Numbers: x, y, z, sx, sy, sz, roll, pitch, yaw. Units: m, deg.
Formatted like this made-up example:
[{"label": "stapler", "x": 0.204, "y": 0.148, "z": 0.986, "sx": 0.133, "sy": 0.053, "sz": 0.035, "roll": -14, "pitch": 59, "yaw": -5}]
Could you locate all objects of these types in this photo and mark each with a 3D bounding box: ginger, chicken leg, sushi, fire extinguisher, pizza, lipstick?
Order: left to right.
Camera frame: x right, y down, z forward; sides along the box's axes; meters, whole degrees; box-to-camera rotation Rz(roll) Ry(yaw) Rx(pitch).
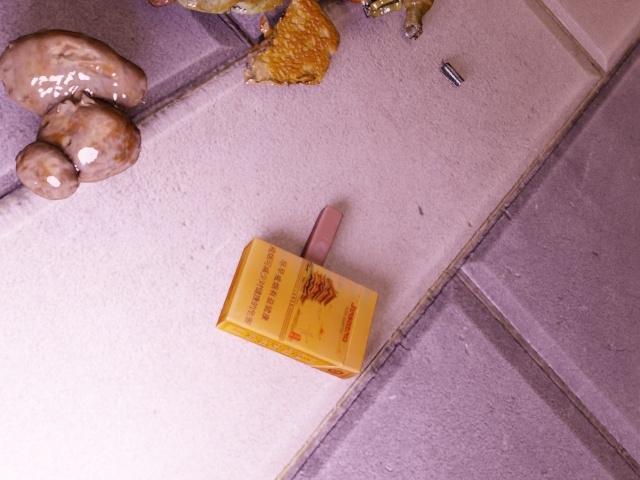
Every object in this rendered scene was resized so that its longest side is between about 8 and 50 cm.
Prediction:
[{"label": "ginger", "x": -0.418, "y": -0.211, "z": 1.071, "sx": 0.245, "sy": 0.155, "sz": 0.304, "roll": -3, "pitch": 70, "yaw": -30}, {"label": "pizza", "x": -0.068, "y": -0.424, "z": 1.391, "sx": 0.189, "sy": 0.071, "sz": 0.297, "roll": 40, "pitch": 60, "yaw": -21}, {"label": "lipstick", "x": 0.000, "y": 0.000, "z": 1.261, "sx": 0.045, "sy": 0.045, "sz": 0.145, "roll": 31, "pitch": 59, "yaw": -14}, {"label": "sushi", "x": 0.166, "y": -0.658, "z": 1.540, "sx": 0.291, "sy": 0.139, "sz": 0.131, "roll": -81, "pitch": 153, "yaw": -48}, {"label": "chicken leg", "x": 0.244, "y": -0.623, "z": 1.632, "sx": 0.103, "sy": 0.088, "sz": 0.227, "roll": 29, "pitch": 65, "yaw": -25}, {"label": "fire extinguisher", "x": 0.339, "y": -0.440, "z": 1.632, "sx": 0.038, "sy": 0.025, "sz": 0.083, "roll": -41, "pitch": 91, "yaw": -10}]

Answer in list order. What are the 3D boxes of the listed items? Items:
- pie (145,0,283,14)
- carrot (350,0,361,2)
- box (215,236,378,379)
[{"label": "pie", "x": -0.176, "y": -0.660, "z": 1.216, "sx": 0.395, "sy": 0.418, "sz": 0.180, "roll": -16, "pitch": 49, "yaw": -26}, {"label": "carrot", "x": -0.003, "y": -0.642, "z": 1.526, "sx": 0.271, "sy": 0.066, "sz": 0.062, "roll": 23, "pitch": 95, "yaw": -19}, {"label": "box", "x": -0.038, "y": 0.130, "z": 1.170, "sx": 0.274, "sy": 0.076, "sz": 0.174, "roll": 25, "pitch": 62, "yaw": -16}]
